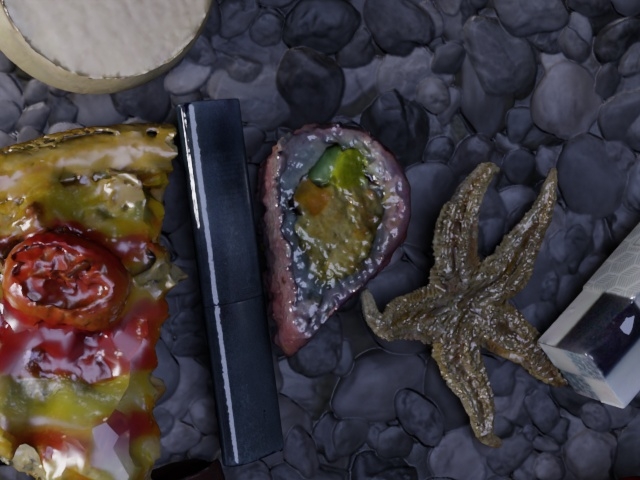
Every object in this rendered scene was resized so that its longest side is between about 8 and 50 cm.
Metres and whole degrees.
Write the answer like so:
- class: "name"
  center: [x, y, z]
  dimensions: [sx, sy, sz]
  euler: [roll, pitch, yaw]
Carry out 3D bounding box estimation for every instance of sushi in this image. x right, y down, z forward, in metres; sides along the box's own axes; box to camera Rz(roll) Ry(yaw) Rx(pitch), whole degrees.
- class: "sushi"
  center: [0.018, -0.003, 1.840]
  dimensions: [0.161, 0.107, 0.241]
  euler: [-3, 75, -20]

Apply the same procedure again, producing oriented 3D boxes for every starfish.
- class: "starfish"
  center: [0.180, 0.075, 1.934]
  dimensions: [0.299, 0.060, 0.302]
  euler: [-33, 112, -27]

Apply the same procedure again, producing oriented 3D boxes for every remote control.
- class: "remote control"
  center: [-0.094, 0.042, 1.824]
  dimensions: [0.107, 0.044, 0.377]
  euler: [-13, 97, -58]

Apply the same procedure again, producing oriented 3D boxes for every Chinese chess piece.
- class: "Chinese chess piece"
  center: [-0.227, -0.272, 1.765]
  dimensions: [0.250, 0.103, 0.249]
  euler: [0, 91, -20]

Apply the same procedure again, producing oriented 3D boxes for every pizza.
- class: "pizza"
  center: [-0.257, 0.101, 1.708]
  dimensions: [0.440, 0.130, 0.406]
  euler: [-30, 81, -16]

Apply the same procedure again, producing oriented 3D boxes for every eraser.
- class: "eraser"
  center: [0.420, 0.010, 1.980]
  dimensions: [0.404, 0.096, 0.098]
  euler: [-46, 117, -16]

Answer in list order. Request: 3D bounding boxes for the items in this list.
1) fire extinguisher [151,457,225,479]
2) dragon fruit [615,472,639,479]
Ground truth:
- class: "fire extinguisher"
  center: [-0.103, 0.395, 1.809]
  dimensions: [0.135, 0.114, 0.337]
  euler: [-19, 97, -30]
- class: "dragon fruit"
  center: [0.323, 0.359, 1.935]
  dimensions: [0.269, 0.198, 0.200]
  euler: [-23, 141, -12]
